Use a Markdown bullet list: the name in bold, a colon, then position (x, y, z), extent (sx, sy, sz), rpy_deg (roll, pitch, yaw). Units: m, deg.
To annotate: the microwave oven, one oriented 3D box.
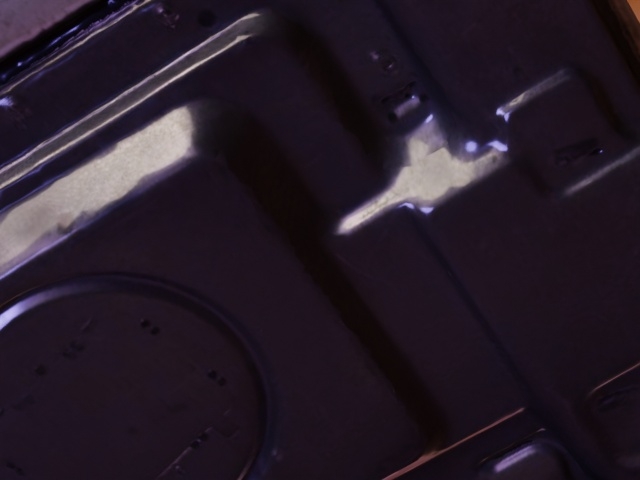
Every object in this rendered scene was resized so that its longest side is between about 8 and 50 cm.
- **microwave oven**: position (-0.063, -0.004, 0.647), extent (0.394, 0.333, 0.247), rpy_deg (-31, 24, 10)
